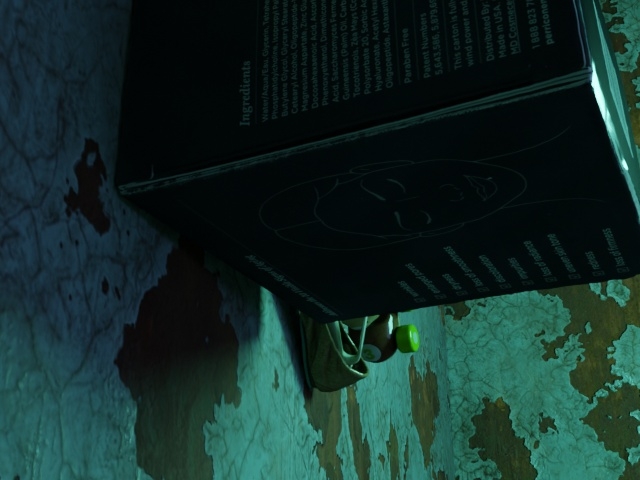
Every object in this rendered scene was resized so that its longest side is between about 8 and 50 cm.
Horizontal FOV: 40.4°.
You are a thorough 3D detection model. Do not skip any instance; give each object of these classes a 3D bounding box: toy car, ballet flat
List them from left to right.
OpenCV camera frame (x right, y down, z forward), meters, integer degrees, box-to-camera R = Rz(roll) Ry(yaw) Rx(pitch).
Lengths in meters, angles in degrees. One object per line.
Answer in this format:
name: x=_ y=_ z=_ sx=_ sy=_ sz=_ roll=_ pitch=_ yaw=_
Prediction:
ballet flat: x=0.009 y=0.091 z=1.368 sx=0.116 sy=0.124 sz=0.343 roll=-68 pitch=147 yaw=-63
toy car: x=0.069 y=0.136 z=1.547 sx=0.188 sy=0.155 sz=0.149 roll=28 pitch=55 yaw=-61

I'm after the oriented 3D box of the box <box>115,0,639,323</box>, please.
box: x=0.103 y=-0.129 z=1.022 sx=0.480 sy=0.471 sz=0.298 roll=40 pitch=43 yaw=-56
